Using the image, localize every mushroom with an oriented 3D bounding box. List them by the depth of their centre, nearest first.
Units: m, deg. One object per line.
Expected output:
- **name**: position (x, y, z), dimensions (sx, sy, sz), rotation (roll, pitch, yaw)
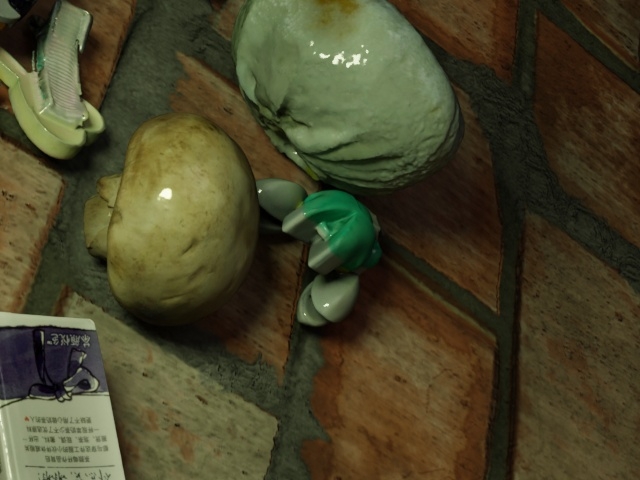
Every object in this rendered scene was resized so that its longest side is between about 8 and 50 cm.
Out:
- **mushroom**: position (-0.160, -0.027, 1.659), dimensions (0.255, 0.184, 0.255), rotation (-6, 90, -71)

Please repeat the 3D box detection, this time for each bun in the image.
- **bun**: position (0.023, -0.197, 1.900), dimensions (0.211, 0.362, 0.362), rotation (-41, 97, -11)

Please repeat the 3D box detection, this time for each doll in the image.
- **doll**: position (0.011, 0.015, 1.861), dimensions (0.258, 0.153, 0.195), rotation (29, 24, -53)

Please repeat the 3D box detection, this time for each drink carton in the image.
- **drink carton**: position (-0.281, 0.190, 1.446), dimensions (0.134, 0.102, 0.222), rotation (9, 57, -45)

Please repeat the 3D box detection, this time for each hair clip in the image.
- **hair clip**: position (-0.315, -0.186, 1.706), dimensions (0.159, 0.071, 0.218), rotation (21, 44, -34)

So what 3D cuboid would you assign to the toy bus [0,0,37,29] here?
- **toy bus**: position (-0.379, -0.308, 1.672), dimensions (0.126, 0.136, 0.209), rotation (42, 41, -19)
